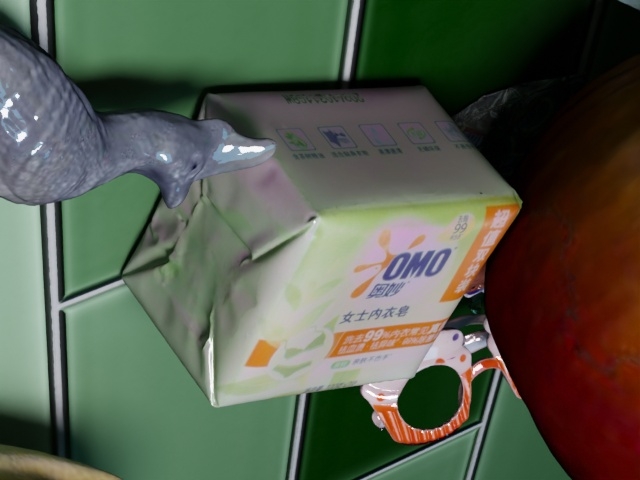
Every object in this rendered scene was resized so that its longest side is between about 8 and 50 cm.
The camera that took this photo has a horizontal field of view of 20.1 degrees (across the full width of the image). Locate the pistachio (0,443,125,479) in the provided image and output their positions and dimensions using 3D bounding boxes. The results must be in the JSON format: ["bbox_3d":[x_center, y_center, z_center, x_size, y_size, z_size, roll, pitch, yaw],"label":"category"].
[{"bbox_3d":[-0.251,0.301,1.245,0.365,0.281,0.445,-35,153,-11],"label":"pistachio"}]

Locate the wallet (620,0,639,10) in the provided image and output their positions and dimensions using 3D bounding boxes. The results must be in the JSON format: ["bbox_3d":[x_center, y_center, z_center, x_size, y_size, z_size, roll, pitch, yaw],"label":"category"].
[{"bbox_3d":[0.234,-0.260,1.156,0.290,0.054,0.251,13,134,-47],"label":"wallet"}]

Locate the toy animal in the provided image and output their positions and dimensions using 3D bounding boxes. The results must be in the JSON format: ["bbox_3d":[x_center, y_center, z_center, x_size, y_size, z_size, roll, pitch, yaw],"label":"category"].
[{"bbox_3d":[-0.201,-0.069,1.004,0.206,0.081,0.367,-39,141,12],"label":"toy animal"}]

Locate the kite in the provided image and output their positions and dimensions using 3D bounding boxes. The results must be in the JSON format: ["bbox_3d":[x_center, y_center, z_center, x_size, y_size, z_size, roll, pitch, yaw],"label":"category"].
[{"bbox_3d":[0.128,-0.022,1.452,0.152,0.015,0.285,-20,143,-20],"label":"kite"}]

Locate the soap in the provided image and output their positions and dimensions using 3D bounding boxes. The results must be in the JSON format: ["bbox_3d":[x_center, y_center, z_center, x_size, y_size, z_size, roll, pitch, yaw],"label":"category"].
[{"bbox_3d":[0.000,0.000,1.232,0.199,0.138,0.182,-5,135,-40],"label":"soap"}]

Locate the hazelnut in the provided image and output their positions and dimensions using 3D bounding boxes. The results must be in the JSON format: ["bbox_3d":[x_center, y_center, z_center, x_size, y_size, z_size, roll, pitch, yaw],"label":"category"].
[{"bbox_3d":[0.307,0.019,1.273,0.402,0.402,0.429,-57,172,30],"label":"hazelnut"}]

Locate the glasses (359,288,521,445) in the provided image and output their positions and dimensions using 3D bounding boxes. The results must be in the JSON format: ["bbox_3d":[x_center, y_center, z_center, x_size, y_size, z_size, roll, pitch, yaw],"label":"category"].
[{"bbox_3d":[0.117,0.057,1.474,0.255,0.095,0.162,-22,116,-17],"label":"glasses"}]

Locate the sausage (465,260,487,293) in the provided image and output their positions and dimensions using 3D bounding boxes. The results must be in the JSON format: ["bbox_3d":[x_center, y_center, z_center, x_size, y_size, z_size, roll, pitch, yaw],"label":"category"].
[{"bbox_3d":[0.094,0.007,1.378,0.141,0.076,0.076,-13,142,-24],"label":"sausage"}]
